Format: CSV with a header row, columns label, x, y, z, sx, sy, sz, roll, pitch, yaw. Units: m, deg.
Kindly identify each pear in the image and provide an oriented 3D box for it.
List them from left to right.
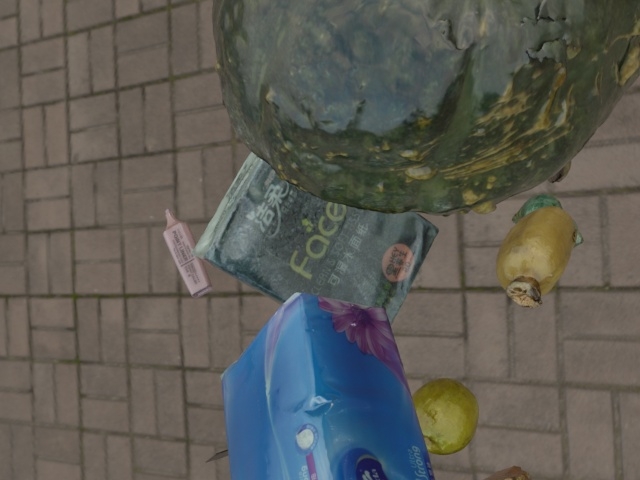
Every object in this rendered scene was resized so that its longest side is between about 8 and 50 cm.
label,x,y,z,sx,sy,sz,roll,pitch,yaw
pear,0.254,0.367,1.465,0.149,0.162,0.149,21,133,25

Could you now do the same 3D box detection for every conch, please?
label,x,y,z,sx,sy,sz,roll,pitch,yaw
conch,0.549,-0.034,1.709,0.122,0.176,0.188,-29,40,11

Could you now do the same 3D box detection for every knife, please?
label,x,y,z,sx,sy,sz,roll,pitch,yaw
knife,-0.196,0.546,1.869,0.072,0.245,0.019,-44,63,39

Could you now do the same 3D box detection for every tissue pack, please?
label,x,y,z,sx,sy,sz,roll,pitch,yaw
tissue pack,-0.001,0.218,0.742,0.198,0.146,0.263,-51,38,35
tissue pack,0.000,0.000,1.050,0.228,0.316,0.103,-62,25,-9

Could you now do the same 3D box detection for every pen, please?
label,x,y,z,sx,sy,sz,roll,pitch,yaw
pen,-0.257,0.016,1.327,0.053,0.032,0.197,-30,64,2

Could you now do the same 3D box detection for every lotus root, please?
label,x,y,z,sx,sy,sz,roll,pitch,yaw
lotus root,0.437,0.021,1.429,0.131,0.303,0.146,29,134,13

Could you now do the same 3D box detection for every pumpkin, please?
label,x,y,z,sx,sy,sz,roll,pitch,yaw
pumpkin,0.084,-0.164,0.494,0.291,0.257,0.327,29,71,6

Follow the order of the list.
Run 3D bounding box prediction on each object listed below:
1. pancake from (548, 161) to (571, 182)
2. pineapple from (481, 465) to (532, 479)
label,x,y,z,sx,sy,sz,roll,pitch,yaw
pancake,0.536,-0.266,1.610,0.049,0.294,0.294,-3,89,12
pineapple,0.447,0.659,1.565,0.158,0.158,0.278,-28,75,24
